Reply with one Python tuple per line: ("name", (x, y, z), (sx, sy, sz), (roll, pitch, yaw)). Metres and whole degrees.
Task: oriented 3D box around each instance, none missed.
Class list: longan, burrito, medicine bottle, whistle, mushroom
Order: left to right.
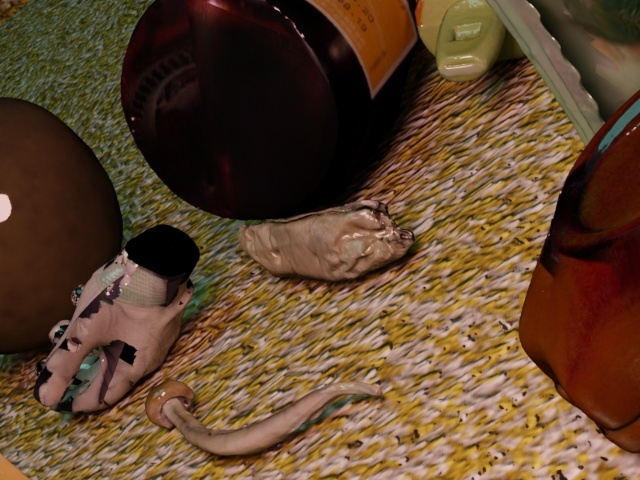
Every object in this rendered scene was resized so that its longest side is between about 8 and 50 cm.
("longan", (-0.327, -0.014, 1.973), (0.258, 0.258, 0.258), (-37, 21, 16))
("mushroom", (-0.059, 0.137, 1.495), (0.306, 0.043, 0.068), (-5, 67, 57))
("medicine bottle", (-0.011, -0.190, 1.801), (0.242, 0.242, 0.395), (-30, 11, 31))
("burrito", (0.001, 0.002, 1.611), (0.058, 0.063, 0.229), (-23, 9, -27))
("whistle", (0.143, -0.218, 1.704), (0.131, 0.106, 0.288), (-6, 29, 17))

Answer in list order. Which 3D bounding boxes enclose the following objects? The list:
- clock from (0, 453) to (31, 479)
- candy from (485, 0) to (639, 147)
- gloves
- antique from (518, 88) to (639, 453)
("clock", (-0.393, 0.293, 1.593), (0.244, 0.200, 0.317), (-12, 44, 61))
("candy", (0.270, -0.251, 1.330), (0.398, 0.263, 0.172), (-45, 30, -5))
("gloves", (-0.186, 0.086, 1.745), (0.127, 0.111, 0.212), (-85, 17, -55))
("antique", (0.230, -0.012, 1.113), (0.278, 0.129, 0.223), (-43, 22, 6))
